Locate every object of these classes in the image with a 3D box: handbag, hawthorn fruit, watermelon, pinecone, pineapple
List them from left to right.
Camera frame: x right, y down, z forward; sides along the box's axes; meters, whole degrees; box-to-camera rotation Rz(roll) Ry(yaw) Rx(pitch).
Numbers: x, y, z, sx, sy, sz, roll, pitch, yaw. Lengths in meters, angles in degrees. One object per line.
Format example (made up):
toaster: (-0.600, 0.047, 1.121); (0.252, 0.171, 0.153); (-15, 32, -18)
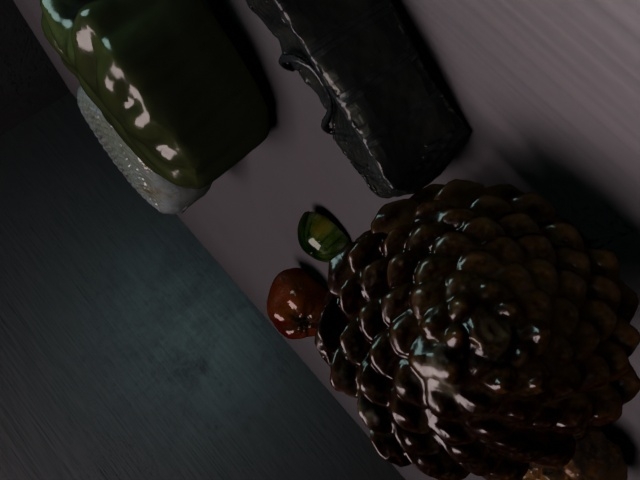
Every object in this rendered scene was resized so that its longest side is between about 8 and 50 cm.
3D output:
hawthorn fruit: (-0.060, 0.132, 1.243); (0.163, 0.162, 0.203); (63, 178, -37)
watermelon: (0.000, 0.000, 0.888); (0.105, 0.062, 0.105); (37, 163, 14)
handbag: (0.024, -0.144, 0.484); (0.270, 0.088, 0.175); (55, 171, -17)
pinecone: (0.119, 0.069, 0.467); (0.246, 0.246, 0.292); (51, 180, -1)
pineapple: (0.250, 0.236, 0.664); (0.248, 0.128, 0.128); (39, 162, 54)

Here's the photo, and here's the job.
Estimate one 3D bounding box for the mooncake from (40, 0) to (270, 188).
mooncake: (-0.243, -0.236, 0.769); (0.351, 0.187, 0.351); (42, 166, 13)

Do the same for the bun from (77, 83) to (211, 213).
bun: (-0.344, -0.219, 1.089); (0.354, 0.194, 0.354); (45, 160, 21)
